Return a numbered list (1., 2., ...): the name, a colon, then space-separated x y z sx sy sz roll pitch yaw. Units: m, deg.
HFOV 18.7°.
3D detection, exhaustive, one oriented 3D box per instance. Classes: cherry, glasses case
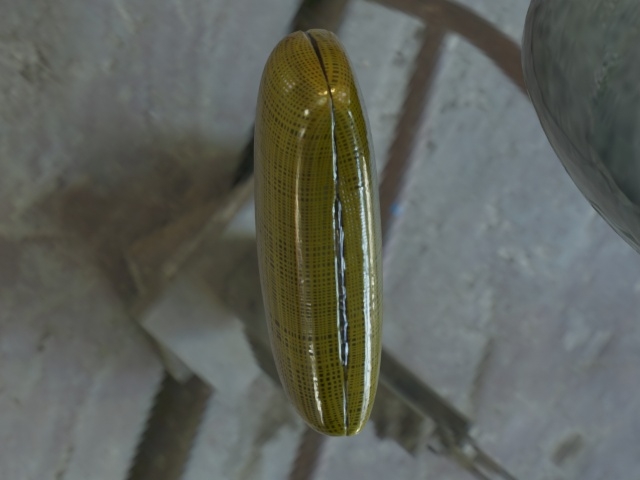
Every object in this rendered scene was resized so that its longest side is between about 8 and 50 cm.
1. cherry: 0.237 -0.078 1.015 0.255 0.296 0.218 28 114 -41
2. glasses case: 0.000 0.000 0.992 0.064 0.079 0.234 -10 130 -9
